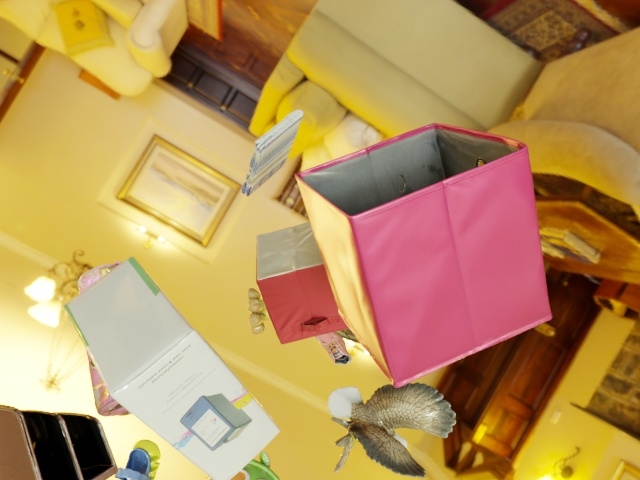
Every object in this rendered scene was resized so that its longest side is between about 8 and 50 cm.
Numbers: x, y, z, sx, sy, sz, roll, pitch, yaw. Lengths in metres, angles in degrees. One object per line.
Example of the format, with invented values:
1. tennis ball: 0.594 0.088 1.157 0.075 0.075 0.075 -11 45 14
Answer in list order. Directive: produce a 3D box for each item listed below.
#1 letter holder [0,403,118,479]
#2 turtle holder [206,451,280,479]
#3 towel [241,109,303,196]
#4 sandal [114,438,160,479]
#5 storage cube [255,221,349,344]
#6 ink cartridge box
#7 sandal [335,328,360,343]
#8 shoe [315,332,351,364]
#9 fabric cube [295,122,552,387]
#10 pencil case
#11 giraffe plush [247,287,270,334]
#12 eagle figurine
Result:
1. letter holder: -0.584 0.400 1.171 0.302 0.214 0.152 -14 -176 36
2. turtle holder: -0.224 0.790 1.657 0.244 0.320 0.227 4 -161 4
3. towel: -0.152 -0.268 1.804 0.034 0.209 0.285 41 149 7
4. sandal: -0.567 0.787 1.795 0.126 0.317 0.138 -4 -175 20
5. storage cube: -0.034 0.090 1.340 0.215 0.184 0.193 -98 -7 -57
6. ink cartridge box: -0.152 0.141 0.620 0.154 0.093 0.212 36 158 44
7. sandal: 0.171 0.217 1.520 0.303 0.086 0.120 0 156 0
8. shoe: 0.037 0.305 1.711 0.178 0.064 0.081 48 -169 -50
9. fabric cube: 0.144 0.003 0.851 0.254 0.259 0.258 -136 26 -65
10. pencil case: -0.509 0.242 1.470 0.160 0.167 0.386 98 153 -58
11. giraffe plush: -0.197 0.284 2.352 0.171 0.181 0.210 -5 163 -2
12. eagle figurine: 0.171 0.485 1.504 0.225 0.226 0.298 8 159 -29
